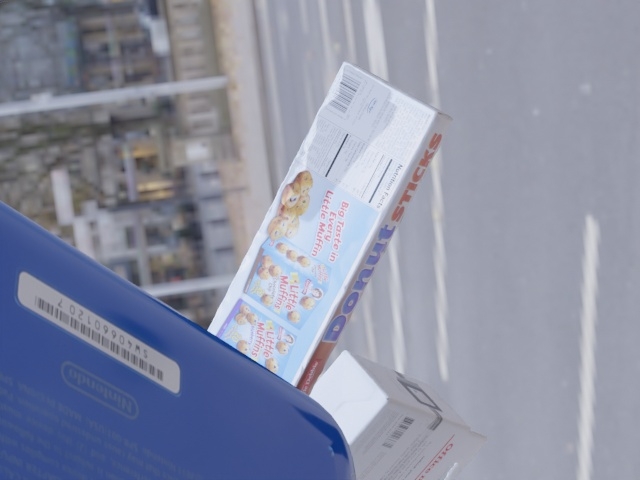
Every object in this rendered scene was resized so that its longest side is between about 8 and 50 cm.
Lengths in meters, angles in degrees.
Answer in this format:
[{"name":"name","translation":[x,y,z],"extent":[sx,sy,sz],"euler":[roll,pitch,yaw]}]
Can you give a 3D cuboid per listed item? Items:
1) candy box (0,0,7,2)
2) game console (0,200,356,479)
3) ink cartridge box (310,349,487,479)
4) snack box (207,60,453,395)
[{"name":"candy box","translation":[-0.225,-0.204,0.680],"extent":[0.071,0.159,0.233],"euler":[-126,20,-74]},{"name":"game console","translation":[-0.132,0.135,0.471],"extent":[0.293,0.173,0.250],"euler":[37,-142,-41]},{"name":"ink cartridge box","translation":[0.048,0.161,1.251],"extent":[0.060,0.104,0.180],"euler":[46,-170,34]},{"name":"snack box","translation":[0.000,0.000,0.815],"extent":[0.022,0.064,0.178],"euler":[11,-71,-60]}]
